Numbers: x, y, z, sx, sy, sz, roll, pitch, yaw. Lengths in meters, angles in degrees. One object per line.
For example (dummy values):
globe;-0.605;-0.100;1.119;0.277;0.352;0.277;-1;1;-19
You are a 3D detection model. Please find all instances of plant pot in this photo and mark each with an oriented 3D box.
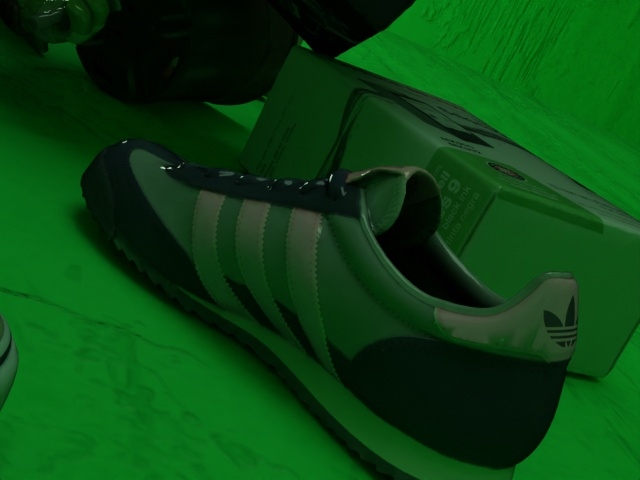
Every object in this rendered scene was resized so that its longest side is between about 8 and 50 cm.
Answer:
plant pot;-0.128;-0.198;0.973;0.167;0.167;0.165;30;24;15

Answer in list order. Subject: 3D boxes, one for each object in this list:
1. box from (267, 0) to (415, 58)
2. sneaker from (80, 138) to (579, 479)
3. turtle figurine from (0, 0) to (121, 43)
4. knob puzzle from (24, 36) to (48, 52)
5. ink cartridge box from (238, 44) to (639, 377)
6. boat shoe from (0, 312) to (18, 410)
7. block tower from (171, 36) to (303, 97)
box;-0.033;-0.324;0.789;0.343;0.179;0.312;46;-1;-8
sneaker;0.000;0.000;0.576;0.319;0.131;0.112;34;18;27
turtle figurine;-0.233;-0.206;0.684;0.274;0.198;0.266;-11;30;16
knob puzzle;-0.297;-0.286;0.951;0.030;0.213;0.213;-17;37;-26
ink cartridge box;0.096;-0.030;0.833;0.211;0.122;0.289;14;19;-38
boat shoe;-0.237;-0.017;0.331;0.302;0.094;0.109;22;17;-15
block tower;-0.182;-0.247;1.138;0.335;0.097;0.091;16;15;-38
